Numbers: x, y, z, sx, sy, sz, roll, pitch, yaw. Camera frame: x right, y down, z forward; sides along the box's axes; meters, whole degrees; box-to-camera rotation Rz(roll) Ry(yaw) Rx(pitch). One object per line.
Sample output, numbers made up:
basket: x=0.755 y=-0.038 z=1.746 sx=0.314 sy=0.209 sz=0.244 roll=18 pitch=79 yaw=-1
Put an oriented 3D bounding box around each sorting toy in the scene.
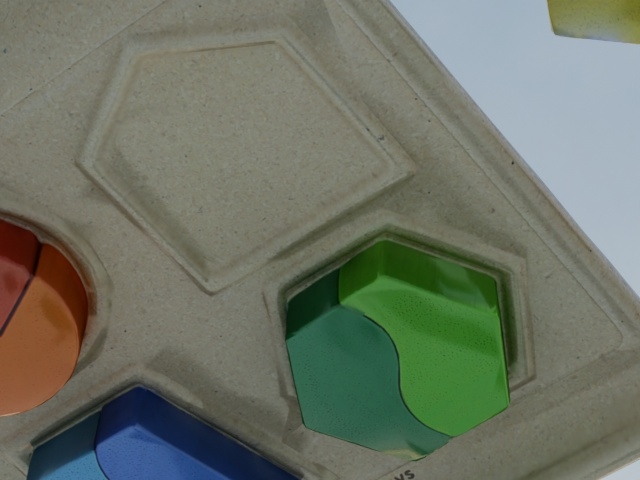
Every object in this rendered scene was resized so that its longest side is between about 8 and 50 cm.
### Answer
sorting toy: x=0.000 y=0.000 z=0.557 sx=0.307 sy=0.041 sz=0.229 roll=-31 pitch=-65 yaw=22
